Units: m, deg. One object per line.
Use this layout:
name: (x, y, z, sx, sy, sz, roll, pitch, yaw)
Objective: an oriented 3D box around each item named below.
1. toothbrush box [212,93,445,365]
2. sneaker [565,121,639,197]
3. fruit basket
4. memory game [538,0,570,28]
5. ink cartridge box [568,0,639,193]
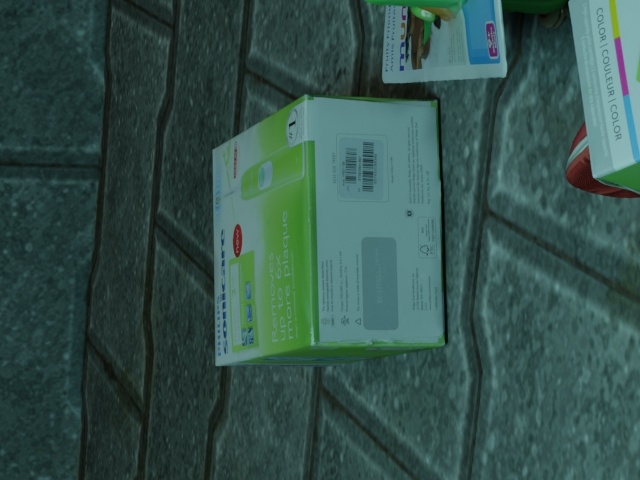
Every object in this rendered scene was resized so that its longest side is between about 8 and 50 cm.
toothbrush box: (0.000, 0.000, 1.725, 0.283, 0.122, 0.206, 161, 109, -71)
sneaker: (0.220, -0.120, 1.184, 0.221, 0.087, 0.128, -39, 43, 50)
fruit basket: (0.076, -0.276, 1.417, 0.353, 0.165, 0.327, -164, 76, -74)
memory game: (0.168, -0.241, 1.411, 0.186, 0.012, 0.186, -179, 90, -71)
ink cartridge box: (0.231, -0.108, 1.021, 0.209, 0.062, 0.109, -23, 63, 40)
